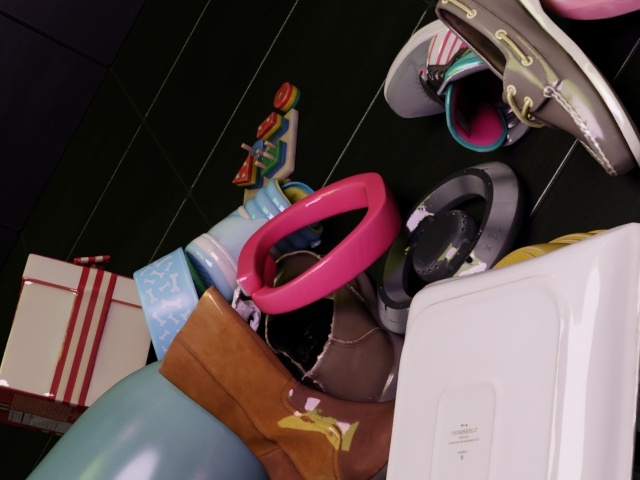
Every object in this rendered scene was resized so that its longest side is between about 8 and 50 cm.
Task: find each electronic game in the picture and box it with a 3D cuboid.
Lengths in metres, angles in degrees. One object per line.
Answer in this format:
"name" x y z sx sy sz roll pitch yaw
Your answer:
"electronic game" 0.144 0.008 1.384 0.229 0.048 0.229 -43 25 26

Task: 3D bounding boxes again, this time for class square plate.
"square plate" 0.143 0.175 1.050 0.347 0.049 0.344 -24 55 63

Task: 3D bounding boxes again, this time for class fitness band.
"fitness band" 0.000 0.000 1.497 0.209 0.054 0.291 -28 16 8

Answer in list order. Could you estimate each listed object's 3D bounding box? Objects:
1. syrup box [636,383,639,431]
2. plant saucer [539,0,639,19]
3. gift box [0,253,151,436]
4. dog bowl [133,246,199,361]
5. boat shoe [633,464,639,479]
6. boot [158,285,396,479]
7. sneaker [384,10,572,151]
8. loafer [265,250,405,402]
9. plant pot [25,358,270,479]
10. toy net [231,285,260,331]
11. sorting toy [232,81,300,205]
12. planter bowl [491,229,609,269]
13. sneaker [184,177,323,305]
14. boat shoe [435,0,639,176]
"syrup box" 0.319 0.048 0.968 0.237 0.093 0.096 -61 25 7
"plant saucer" 0.327 -0.385 1.276 0.332 0.084 0.332 -29 41 30
"gift box" -0.379 0.179 2.004 0.255 0.276 0.258 135 148 -60
"dog bowl" -0.196 0.117 1.670 0.297 0.074 0.166 99 153 -73
"boat shoe" 0.240 0.217 1.006 0.076 0.083 0.226 -39 22 -12
"boot" -0.021 0.152 1.325 0.096 0.280 0.264 -34 -13 -47
"sneaker" 0.169 -0.174 1.435 0.295 0.124 0.178 -30 32 48
"loafer" -0.004 0.089 1.498 0.134 0.130 0.366 -61 26 5
"plant pot" -0.184 0.289 1.498 0.235 0.293 0.293 -57 24 -12
"toy net" -0.104 0.145 1.638 0.122 0.045 0.232 -76 -2 -50
"sorting toy" -0.094 -0.129 1.966 0.132 0.046 0.274 -40 35 41
"planter bowl" 0.207 0.072 1.162 0.217 0.090 0.217 -44 31 36
"sneaker" -0.088 0.014 1.769 0.208 0.127 0.319 -38 -1 -12
"boat shoe" 0.222 -0.168 1.243 0.091 0.109 0.305 -33 57 5
